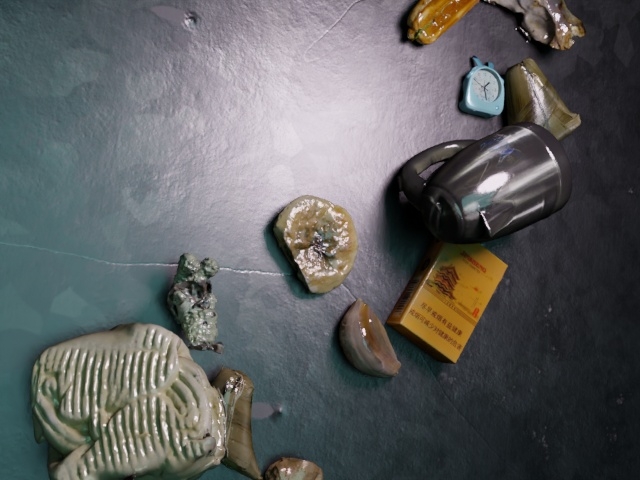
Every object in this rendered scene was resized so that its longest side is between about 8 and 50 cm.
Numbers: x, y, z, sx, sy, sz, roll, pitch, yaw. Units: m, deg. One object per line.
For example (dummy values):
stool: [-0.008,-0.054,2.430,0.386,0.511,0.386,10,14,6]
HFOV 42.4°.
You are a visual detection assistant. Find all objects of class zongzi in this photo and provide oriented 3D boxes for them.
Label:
zongzi: [-0.164,0.378,1.683,0.197,0.099,0.194,30,81,-15]
zongzi: [0.477,-0.296,2.010,0.242,0.112,0.221,-38,97,-4]

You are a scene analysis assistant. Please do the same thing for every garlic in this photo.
garlic: [0.104,0.234,1.819,0.101,0.087,0.196,-37,97,-34]

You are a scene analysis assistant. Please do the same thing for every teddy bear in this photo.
teddy bear: [-0.262,0.135,1.658,0.133,0.111,0.213,25,52,-57]

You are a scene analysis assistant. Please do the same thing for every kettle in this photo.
kettle: [0.339,-0.129,1.850,0.324,0.321,0.228,-25,137,-27]

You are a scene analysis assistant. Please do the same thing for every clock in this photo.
clock: [0.395,-0.378,2.008,0.108,0.045,0.147,10,81,-22]

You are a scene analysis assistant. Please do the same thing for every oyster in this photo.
oyster: [0.514,-0.609,2.033,0.197,0.133,0.337,-32,93,-14]

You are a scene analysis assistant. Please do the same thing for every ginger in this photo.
ginger: [-0.072,0.561,1.723,0.137,0.074,0.213,26,72,-9]

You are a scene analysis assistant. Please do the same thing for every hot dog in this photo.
hot dog: [0.288,-0.558,1.969,0.250,0.076,0.104,-44,121,-16]

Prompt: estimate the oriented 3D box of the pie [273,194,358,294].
pie: [-0.001,0.000,1.812,0.185,0.052,0.218,-37,102,-26]

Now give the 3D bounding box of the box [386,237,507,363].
box: [0.296,0.124,1.909,0.174,0.076,0.274,37,73,-17]

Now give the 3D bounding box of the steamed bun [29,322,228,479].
steamed bun: [-0.345,0.343,1.539,0.394,0.237,0.347,26,70,18]
